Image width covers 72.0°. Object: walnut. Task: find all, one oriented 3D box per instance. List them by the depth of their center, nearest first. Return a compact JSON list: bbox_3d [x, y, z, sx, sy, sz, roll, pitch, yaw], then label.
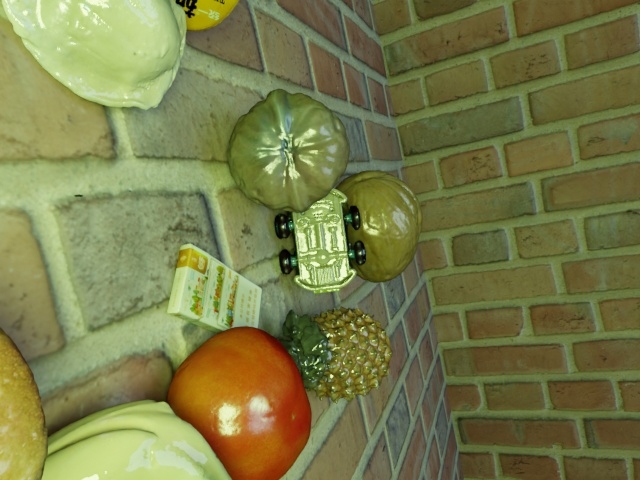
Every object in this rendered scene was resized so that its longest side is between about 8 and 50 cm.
[{"bbox_3d":[-0.064,-0.175,0.892,0.248,0.249,0.248,-9,90,-66],"label":"walnut"},{"bbox_3d":[0.153,-0.035,1.295,0.333,0.333,0.332,-9,90,-66],"label":"walnut"}]

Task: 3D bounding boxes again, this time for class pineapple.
[{"bbox_3d":[-0.002,0.247,0.966,0.357,0.223,0.222,18,65,-52],"label":"pineapple"}]

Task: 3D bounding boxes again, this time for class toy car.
[{"bbox_3d":[0.000,0.000,1.098,0.198,0.204,0.247,69,14,-88],"label":"toy car"}]

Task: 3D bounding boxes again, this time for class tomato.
[{"bbox_3d":[-0.119,0.270,0.692,0.260,0.180,0.259,31,54,-57],"label":"tomato"}]

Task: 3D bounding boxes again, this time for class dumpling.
[{"bbox_3d":[-0.288,-0.275,0.599,0.252,0.132,0.179,-7,111,-57],"label":"dumpling"}]

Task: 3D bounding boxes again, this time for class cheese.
[{"bbox_3d":[-0.218,0.317,0.479,0.233,0.127,0.265,-34,111,-34],"label":"cheese"}]

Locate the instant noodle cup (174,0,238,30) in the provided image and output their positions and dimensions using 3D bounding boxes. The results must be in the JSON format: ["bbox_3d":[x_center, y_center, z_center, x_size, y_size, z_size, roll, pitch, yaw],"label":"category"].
[{"bbox_3d":[-0.213,-0.489,0.750,0.172,0.216,0.215,-81,152,-54],"label":"instant noodle cup"}]

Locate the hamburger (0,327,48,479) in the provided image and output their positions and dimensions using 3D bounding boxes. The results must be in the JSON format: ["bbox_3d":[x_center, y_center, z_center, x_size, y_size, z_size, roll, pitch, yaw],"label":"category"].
[{"bbox_3d":[-0.323,0.145,0.241,0.245,0.212,0.260,44,37,-43],"label":"hamburger"}]

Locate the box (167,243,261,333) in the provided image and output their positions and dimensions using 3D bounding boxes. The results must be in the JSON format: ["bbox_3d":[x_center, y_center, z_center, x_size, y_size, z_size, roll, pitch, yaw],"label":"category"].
[{"bbox_3d":[-0.180,0.104,0.795,0.220,0.032,0.122,44,43,-53],"label":"box"}]
